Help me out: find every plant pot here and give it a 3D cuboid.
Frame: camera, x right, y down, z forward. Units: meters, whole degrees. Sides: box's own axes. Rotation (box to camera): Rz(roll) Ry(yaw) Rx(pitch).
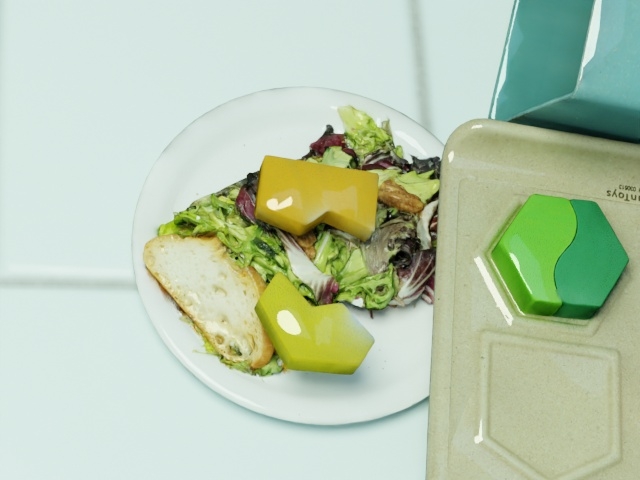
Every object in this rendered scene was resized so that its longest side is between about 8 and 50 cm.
[{"bbox_3d":[0.239,-0.120,0.850,0.234,0.166,0.165,13,86,-8],"label":"plant pot"}]

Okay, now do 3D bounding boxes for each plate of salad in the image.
[{"bbox_3d":[0.000,0.000,0.836,0.200,0.048,0.199,4,64,-8],"label":"plate of salad"}]

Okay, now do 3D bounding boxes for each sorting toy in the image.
[{"bbox_3d":[0.115,0.048,0.793,0.307,0.041,0.229,9,69,-8],"label":"sorting toy"}]
